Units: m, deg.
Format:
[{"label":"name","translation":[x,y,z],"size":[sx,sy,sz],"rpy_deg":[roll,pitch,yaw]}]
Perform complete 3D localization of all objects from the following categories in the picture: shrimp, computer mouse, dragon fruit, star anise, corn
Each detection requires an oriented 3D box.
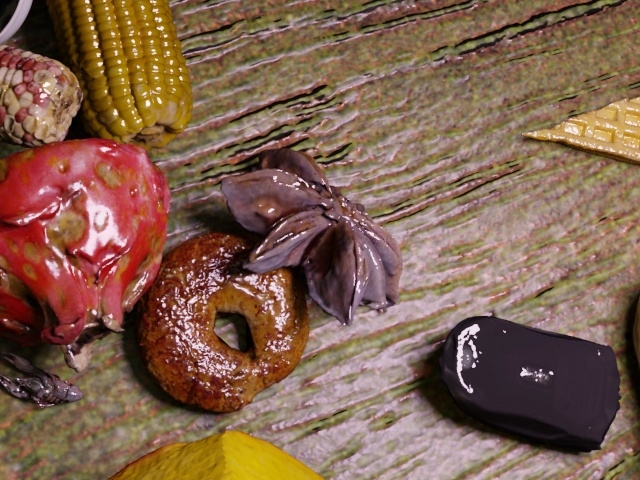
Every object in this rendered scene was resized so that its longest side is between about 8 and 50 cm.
[{"label":"shrimp","translation":[-0.286,0.146,1.303],"size":[0.092,0.029,0.038],"rpy_deg":[28,81,3]},{"label":"computer mouse","translation":[0.219,0.148,1.370],"size":[0.217,0.073,0.122],"rpy_deg":[17,76,-13]},{"label":"dragon fruit","translation":[-0.252,0.017,1.255],"size":[0.262,0.134,0.211],"rpy_deg":[-22,69,-10]},{"label":"star anise","translation":[0.000,0.000,1.332],"size":[0.236,0.093,0.229],"rpy_deg":[27,32,-34]},{"label":"corn","translation":[-0.377,-0.166,1.295],"size":[0.290,0.098,0.098],"rpy_deg":[18,73,13]},{"label":"corn","translation":[-0.230,-0.259,1.359],"size":[0.131,0.131,0.344],"rpy_deg":[-17,80,-14]}]

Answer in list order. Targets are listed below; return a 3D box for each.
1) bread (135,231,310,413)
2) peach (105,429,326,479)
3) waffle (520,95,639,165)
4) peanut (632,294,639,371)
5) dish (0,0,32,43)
[{"label":"bread","translation":[-0.101,0.081,1.334],"size":[0.193,0.064,0.193],"rpy_deg":[3,78,-12]},{"label":"peach","translation":[-0.100,0.349,1.180],"size":[0.380,0.242,0.306],"rpy_deg":[35,94,-14]},{"label":"waffle","translation":[0.328,-0.152,1.483],"size":[0.191,0.032,0.125],"rpy_deg":[15,76,-8]},{"label":"peanut","translation":[0.415,0.170,1.362],"size":[0.147,0.147,0.319],"rpy_deg":[-5,77,-12]},{"label":"dish","translation":[-0.344,-0.262,1.373],"size":[0.141,0.078,0.141],"rpy_deg":[-3,84,27]}]
